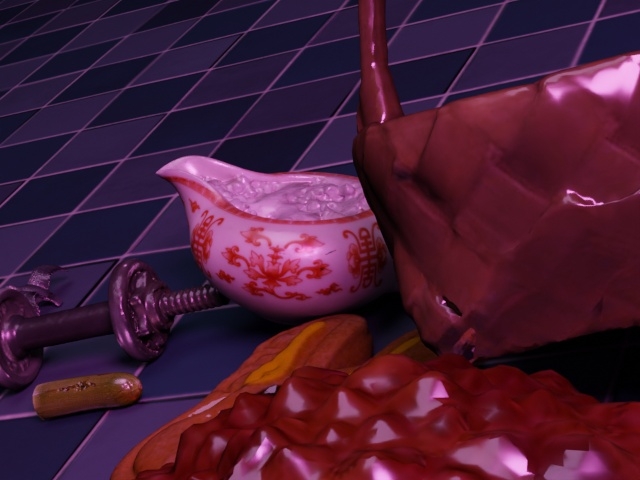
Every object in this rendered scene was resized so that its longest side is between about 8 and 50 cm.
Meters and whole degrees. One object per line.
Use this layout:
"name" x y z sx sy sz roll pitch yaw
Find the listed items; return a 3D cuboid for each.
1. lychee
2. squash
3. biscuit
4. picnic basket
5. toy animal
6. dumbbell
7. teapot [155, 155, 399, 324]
"lychee" 0.050 0.168 0.478 0.300 0.264 0.264 25 26 -6
"squash" -0.165 0.110 1.060 0.083 0.027 0.027 -11 25 20
"biscuit" -0.036 0.128 0.893 0.186 0.044 0.295 -2 29 43
"picnic basket" 0.155 -0.110 0.821 0.293 0.337 0.337 -13 24 17
"toy animal" -0.250 0.047 1.272 0.050 0.028 0.084 -13 26 14
"dumbbell" -0.188 0.064 1.117 0.254 0.081 0.081 -12 24 19
"teapot" 0.000 0.000 1.056 0.246 0.116 0.159 2 9 12
